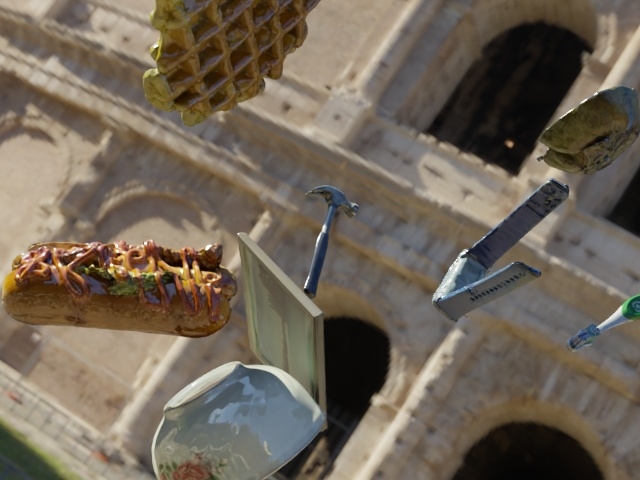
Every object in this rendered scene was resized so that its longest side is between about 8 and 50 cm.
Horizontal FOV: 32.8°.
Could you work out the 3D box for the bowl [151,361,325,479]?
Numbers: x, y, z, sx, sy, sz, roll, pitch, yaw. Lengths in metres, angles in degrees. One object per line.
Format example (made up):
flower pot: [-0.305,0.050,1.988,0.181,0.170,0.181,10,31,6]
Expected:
bowl: [-0.143,0.277,1.639,0.145,0.277,0.277,58,-16,-8]

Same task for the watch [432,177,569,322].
watch: [0.286,0.051,1.786,0.068,0.276,0.274,43,-51,-5]

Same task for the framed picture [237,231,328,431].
framed picture: [-0.058,0.147,1.714,0.213,0.016,0.289,45,-28,34]

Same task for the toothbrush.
toothbrush: [0.408,0.085,1.396,0.030,0.304,0.030,20,-62,42]

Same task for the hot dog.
hot dog: [-0.296,0.058,1.606,0.348,0.158,0.117,5,-58,6]

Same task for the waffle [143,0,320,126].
waffle: [-0.088,-0.265,1.256,0.058,0.300,0.282,34,-48,21]

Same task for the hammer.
hammer: [0.000,0.000,1.932,0.103,0.246,0.029,36,-44,-21]

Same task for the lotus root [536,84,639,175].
lotus root: [0.479,-0.172,1.880,0.183,0.203,0.078,11,47,-46]
